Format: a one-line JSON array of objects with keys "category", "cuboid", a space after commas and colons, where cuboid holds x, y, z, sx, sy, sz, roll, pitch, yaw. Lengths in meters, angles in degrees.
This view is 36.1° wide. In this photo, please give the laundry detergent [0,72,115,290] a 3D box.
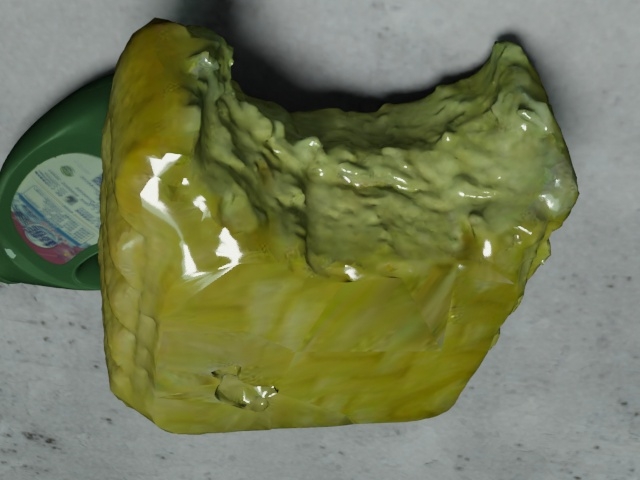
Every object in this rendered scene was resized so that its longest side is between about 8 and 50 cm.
[{"category": "laundry detergent", "cuboid": [-0.152, -0.015, 0.648, 0.211, 0.063, 0.137, -32, 124, 34]}]

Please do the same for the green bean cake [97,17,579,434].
[{"category": "green bean cake", "cuboid": [0.000, 0.000, 0.539, 0.236, 0.124, 0.233, 0, 135, -16]}]
